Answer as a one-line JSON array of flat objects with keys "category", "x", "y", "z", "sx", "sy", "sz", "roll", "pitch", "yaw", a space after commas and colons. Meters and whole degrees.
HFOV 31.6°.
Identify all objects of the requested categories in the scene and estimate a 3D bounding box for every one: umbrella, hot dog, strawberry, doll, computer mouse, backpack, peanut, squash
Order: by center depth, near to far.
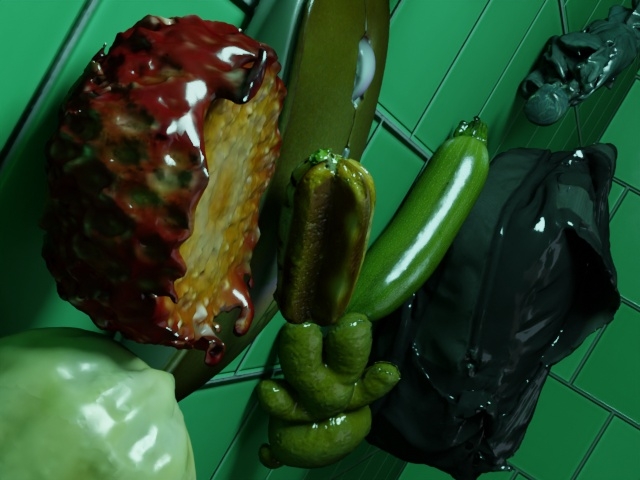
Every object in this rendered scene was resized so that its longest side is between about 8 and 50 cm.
[{"category": "strawberry", "x": -0.065, "y": -0.024, "z": 0.475, "sx": 0.145, "sy": 0.086, "sz": 0.145, "roll": 10, "pitch": 90, "yaw": -87}, {"category": "peanut", "x": -0.144, "y": 0.161, "z": 0.525, "sx": 0.147, "sy": 0.147, "sz": 0.305, "roll": -37, "pitch": 156, "yaw": -56}, {"category": "hot dog", "x": 0.000, "y": 0.000, "z": 0.596, "sx": 0.037, "sy": 0.049, "sz": 0.122, "roll": -89, "pitch": -170, "yaw": -47}, {"category": "computer mouse", "x": -0.035, "y": -0.019, "z": 0.660, "sx": 0.310, "sy": 0.072, "sz": 0.158, "roll": -64, "pitch": 167, "yaw": 18}, {"category": "doll", "x": 0.000, "y": 0.134, "z": 1.075, "sx": 0.137, "sy": 0.097, "sz": 0.209, "roll": -10, "pitch": 135, "yaw": -19}, {"category": "squash", "x": 0.106, "y": -0.015, "z": 1.158, "sx": 0.258, "sy": 0.069, "sz": 0.069, "roll": -54, "pitch": 165, "yaw": -17}, {"category": "backpack", "x": 0.225, "y": 0.073, "z": 1.400, "sx": 0.363, "sy": 0.254, "sz": 0.446, "roll": -53, "pitch": 163, "yaw": -48}, {"category": "umbrella", "x": 0.333, "y": -0.227, "z": 1.444, "sx": 0.349, "sy": 0.094, "sz": 0.143, "roll": -39, "pitch": 162, "yaw": -50}]
